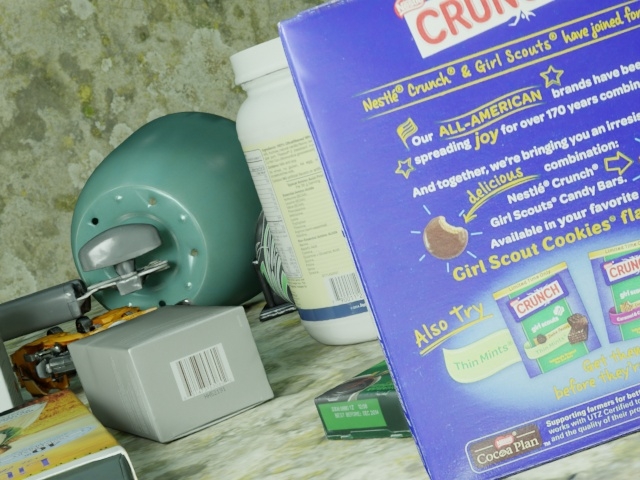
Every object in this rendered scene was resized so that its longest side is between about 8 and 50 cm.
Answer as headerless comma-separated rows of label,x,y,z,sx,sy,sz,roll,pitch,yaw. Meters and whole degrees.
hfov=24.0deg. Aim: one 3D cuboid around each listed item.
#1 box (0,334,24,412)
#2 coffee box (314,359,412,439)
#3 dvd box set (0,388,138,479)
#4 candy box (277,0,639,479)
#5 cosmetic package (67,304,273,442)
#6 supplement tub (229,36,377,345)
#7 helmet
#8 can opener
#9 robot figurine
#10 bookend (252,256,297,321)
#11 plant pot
box,-0.395,0.150,1.676,0.091,0.170,0.130,-18,6,-7
coffee box,0.096,0.105,1.198,0.184,0.040,0.113,-23,8,-38
dvd box set,-0.327,0.228,1.286,0.307,0.062,0.420,-20,6,-13
candy box,0.145,-0.034,0.979,0.268,0.317,0.122,-18,6,-1
cosmetic package,-0.155,0.127,1.497,0.127,0.107,0.238,-21,4,-21
supplement tub,0.047,-0.074,1.610,0.235,0.325,0.235,-18,6,2
helmet,0.000,0.000,1.802,0.169,0.169,0.161,-14,-14,39
can opener,-0.327,0.054,1.890,0.283,0.095,0.076,-18,4,5
robot figurine,-0.264,0.135,1.827,0.211,0.085,0.291,-22,6,-27
bookend,-0.026,0.004,1.943,0.156,0.157,0.072,-17,6,6
plant pot,-0.203,-0.013,2.033,0.293,0.293,0.235,-17,9,17
